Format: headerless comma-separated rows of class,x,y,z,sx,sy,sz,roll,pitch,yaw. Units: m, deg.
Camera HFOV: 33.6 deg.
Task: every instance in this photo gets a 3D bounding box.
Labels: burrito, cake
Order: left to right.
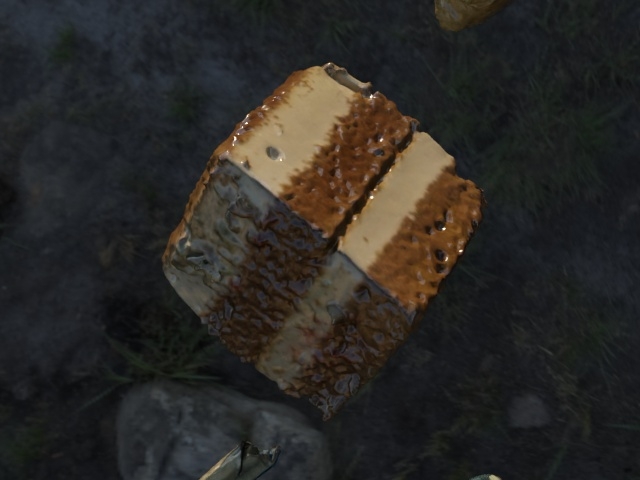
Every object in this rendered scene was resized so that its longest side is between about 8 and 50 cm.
burrito,-0.112,0.275,1.192,0.051,0.171,0.042,0,118,41
cake,0.000,0.000,1.195,0.290,0.282,0.256,36,134,1

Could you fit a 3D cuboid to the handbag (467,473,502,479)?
handbag,0.087,0.320,0.972,0.241,0.315,0.109,-28,89,41

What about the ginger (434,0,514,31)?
ginger,0.168,-0.247,0.871,0.081,0.333,0.148,46,75,-15
